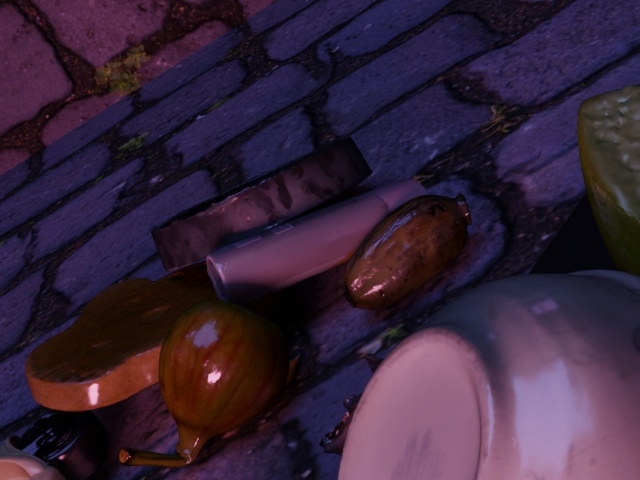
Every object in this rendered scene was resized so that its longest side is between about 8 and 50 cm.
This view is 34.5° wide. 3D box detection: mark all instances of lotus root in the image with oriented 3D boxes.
[{"bbox_3d":[0.097,0.010,1.161,0.179,0.089,0.080,-38,-11,-5],"label":"lotus root"}]

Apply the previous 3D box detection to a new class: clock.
[{"bbox_3d":[-0.080,-0.052,1.382,0.312,0.061,0.312,-25,6,3],"label":"clock"},{"bbox_3d":[-0.353,0.339,1.075,0.276,0.120,0.379,-26,26,2],"label":"clock"}]

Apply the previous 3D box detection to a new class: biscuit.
[{"bbox_3d":[-0.217,0.110,1.311,0.343,0.057,0.287,-29,22,-29],"label":"biscuit"}]

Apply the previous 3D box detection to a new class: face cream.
[{"bbox_3d":[0.000,0.000,1.224,0.269,0.073,0.107,-23,8,-15],"label":"face cream"}]

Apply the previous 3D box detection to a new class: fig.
[{"bbox_3d":[-0.111,0.156,1.110,0.142,0.148,0.186,0,78,29],"label":"fig"}]

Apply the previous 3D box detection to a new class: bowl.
[{"bbox_3d":[0.119,0.156,0.638,0.307,0.163,0.307,-46,34,44],"label":"bowl"}]

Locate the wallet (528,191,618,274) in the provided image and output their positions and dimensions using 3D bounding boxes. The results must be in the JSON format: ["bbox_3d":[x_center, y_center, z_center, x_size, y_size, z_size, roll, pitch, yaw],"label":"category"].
[{"bbox_3d":[0.351,-0.055,1.018,0.197,0.051,0.377,3,45,53],"label":"wallet"}]

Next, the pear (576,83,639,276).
[{"bbox_3d":[0.373,0.007,0.695,0.342,0.238,0.318,-17,41,18],"label":"pear"}]

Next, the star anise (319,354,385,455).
[{"bbox_3d":[0.092,0.150,0.947,0.195,0.065,0.182,-25,21,26],"label":"star anise"}]
